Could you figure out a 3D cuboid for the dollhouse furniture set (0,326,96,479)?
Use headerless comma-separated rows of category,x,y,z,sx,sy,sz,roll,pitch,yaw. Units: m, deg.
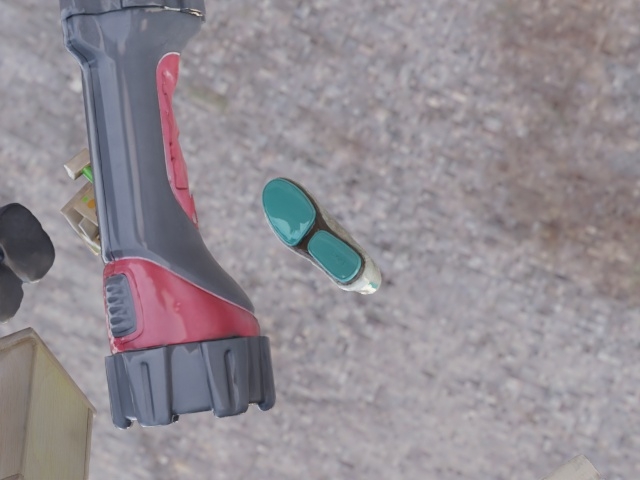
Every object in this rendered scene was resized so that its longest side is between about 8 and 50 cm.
dollhouse furniture set,-0.314,0.196,1.284,0.242,0.161,0.212,-20,128,12

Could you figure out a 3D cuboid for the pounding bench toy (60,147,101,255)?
pounding bench toy,-0.132,-0.018,1.066,0.065,0.052,0.083,33,162,36

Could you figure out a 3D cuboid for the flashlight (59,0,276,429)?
flashlight,-0.093,-0.040,0.983,0.103,0.304,0.103,-6,174,1

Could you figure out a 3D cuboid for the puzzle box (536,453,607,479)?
puzzle box,0.045,0.236,0.976,0.052,0.272,0.409,55,175,11

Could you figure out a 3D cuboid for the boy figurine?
boy figurine,-0.382,0.001,1.470,0.285,0.177,0.092,11,148,39

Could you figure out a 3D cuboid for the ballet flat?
ballet flat,0.000,0.000,1.589,0.168,0.057,0.052,48,-169,37
